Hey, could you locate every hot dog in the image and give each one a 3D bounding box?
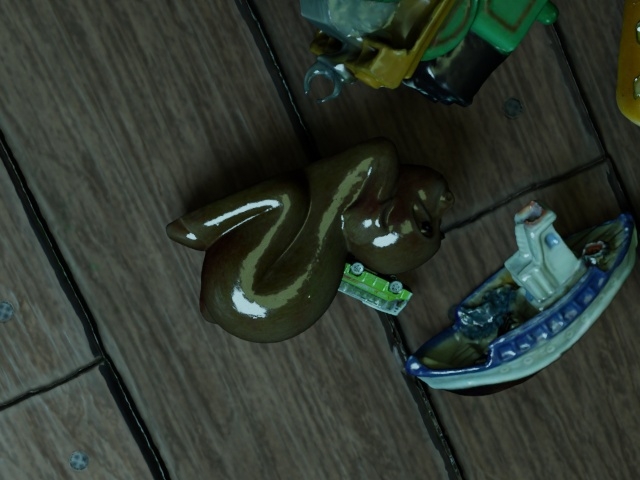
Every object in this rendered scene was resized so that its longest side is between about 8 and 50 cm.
[{"bbox_3d":[0.351,-0.228,1.453,0.109,0.072,0.269,4,100,-13],"label":"hot dog"}]

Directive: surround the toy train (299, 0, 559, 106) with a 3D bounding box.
[{"bbox_3d":[0.144,-0.286,1.363,0.249,0.178,0.429,32,92,-24],"label":"toy train"}]

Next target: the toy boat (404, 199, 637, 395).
[{"bbox_3d":[0.192,0.050,1.443,0.262,0.114,0.115,-45,116,3],"label":"toy boat"}]

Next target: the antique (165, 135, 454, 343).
[{"bbox_3d":[0.000,0.000,1.387,0.257,0.121,0.143,-24,83,-6],"label":"antique"}]

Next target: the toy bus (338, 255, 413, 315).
[{"bbox_3d":[0.048,0.043,1.463,0.083,0.031,0.037,25,99,-12],"label":"toy bus"}]
